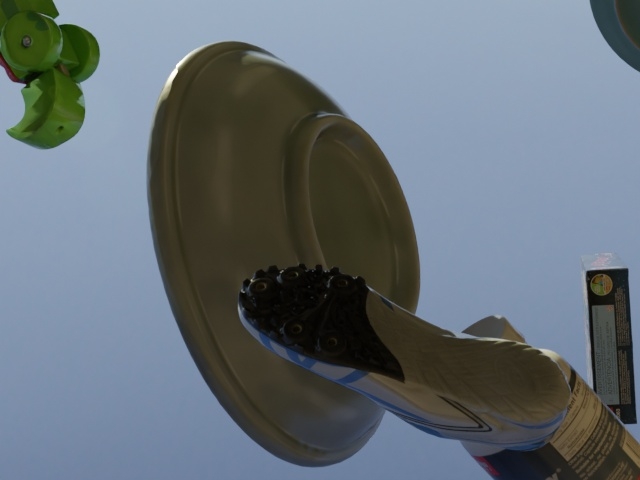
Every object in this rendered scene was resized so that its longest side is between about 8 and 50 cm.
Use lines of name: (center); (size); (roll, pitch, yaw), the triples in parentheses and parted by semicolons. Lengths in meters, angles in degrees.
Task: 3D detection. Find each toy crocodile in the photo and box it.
toy crocodile: (-0.339, -0.265, 1.576); (0.340, 0.105, 0.115); (67, -163, 8)

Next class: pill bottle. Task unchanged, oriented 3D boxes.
pill bottle: (0.172, 0.150, 1.135); (0.180, 0.108, 0.108); (47, -143, -13)

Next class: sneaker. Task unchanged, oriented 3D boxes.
sneaker: (0.051, 0.087, 0.979); (0.237, 0.086, 0.085); (21, -131, 5)

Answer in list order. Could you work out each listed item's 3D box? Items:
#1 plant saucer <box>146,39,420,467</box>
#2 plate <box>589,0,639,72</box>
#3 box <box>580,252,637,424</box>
plant saucer: (0.000, 0.000, 1.294); (0.400, 0.100, 0.400); (38, -136, -49)
plate: (0.326, -0.214, 1.271); (0.188, 0.188, 0.024); (34, -136, 5)
box: (0.310, 0.100, 1.547); (0.044, 0.159, 0.233); (-4, -178, 9)
